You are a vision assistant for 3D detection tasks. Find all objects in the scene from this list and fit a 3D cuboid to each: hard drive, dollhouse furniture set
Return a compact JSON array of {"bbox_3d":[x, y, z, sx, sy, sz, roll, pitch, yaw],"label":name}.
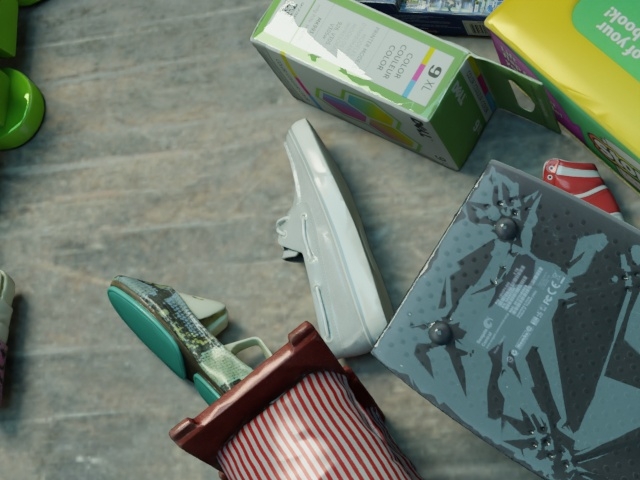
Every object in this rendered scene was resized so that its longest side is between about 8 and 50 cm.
[{"bbox_3d":[0.181,0.078,0.905,0.255,0.054,0.172,31,85,9],"label":"hard drive"},{"bbox_3d":[-0.071,0.263,0.869,0.374,0.152,0.201,-41,54,-1],"label":"dollhouse furniture set"}]

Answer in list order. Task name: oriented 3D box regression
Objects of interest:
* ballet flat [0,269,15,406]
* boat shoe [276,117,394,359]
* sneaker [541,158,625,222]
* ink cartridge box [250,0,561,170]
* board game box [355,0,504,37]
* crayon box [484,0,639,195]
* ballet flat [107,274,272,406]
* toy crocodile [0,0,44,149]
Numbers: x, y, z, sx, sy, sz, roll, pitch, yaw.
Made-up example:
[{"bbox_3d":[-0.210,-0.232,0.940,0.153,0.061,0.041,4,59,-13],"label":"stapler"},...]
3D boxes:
[{"bbox_3d":[-0.291,0.031,1.083,0.079,0.077,0.221,-34,65,-10],"label":"ballet flat"},{"bbox_3d":[0.000,0.000,1.009,0.063,0.066,0.184,-22,78,8],"label":"boat shoe"},{"bbox_3d":[0.150,-0.016,0.974,0.118,0.042,0.067,-19,73,3],"label":"sneaker"},{"bbox_3d":[0.062,-0.110,0.993,0.209,0.109,0.062,27,83,22],"label":"ink cartridge box"},{"bbox_3d":[0.077,-0.259,1.061,0.194,0.060,0.194,6,76,19],"label":"board game box"},{"bbox_3d":[0.349,-0.126,0.913,0.313,0.106,0.363,-45,66,1],"label":"crayon box"},{"bbox_3d":[-0.079,0.083,1.011,0.070,0.070,0.188,-45,68,0],"label":"ballet flat"},{"bbox_3d":[-0.289,-0.188,1.121,0.105,0.115,0.340,-1,74,17],"label":"toy crocodile"}]
